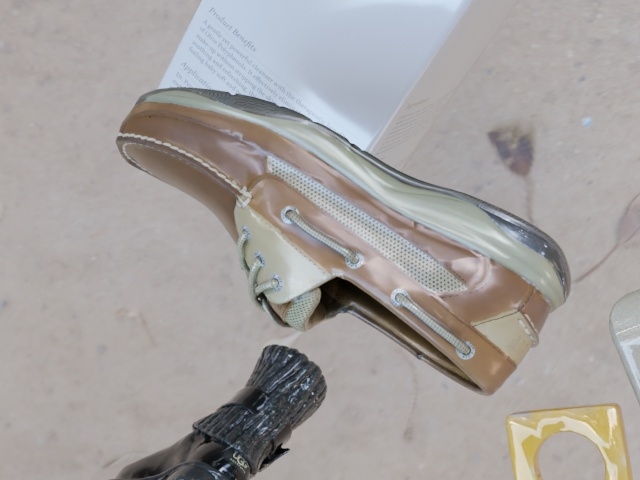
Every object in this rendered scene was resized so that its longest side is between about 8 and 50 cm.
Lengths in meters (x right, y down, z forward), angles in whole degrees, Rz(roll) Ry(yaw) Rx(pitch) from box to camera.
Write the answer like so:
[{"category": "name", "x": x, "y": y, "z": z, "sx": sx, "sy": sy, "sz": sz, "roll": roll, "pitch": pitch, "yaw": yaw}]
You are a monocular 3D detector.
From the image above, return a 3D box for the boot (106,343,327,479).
[{"category": "boot", "x": -0.149, "y": 0.292, "z": 1.729, "sx": 0.131, "sy": 0.260, "sz": 0.348, "roll": 47, "pitch": 143, "yaw": -16}]

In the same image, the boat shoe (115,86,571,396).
[{"category": "boat shoe", "x": 0.000, "y": 0.000, "z": 0.818, "sx": 0.324, "sy": 0.122, "sz": 0.119, "roll": 24, "pitch": 76, "yaw": 16}]

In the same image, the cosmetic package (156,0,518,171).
[{"category": "cosmetic package", "x": 0.046, "y": -0.212, "z": 0.971, "sx": 0.197, "sy": 0.155, "sz": 0.365, "roll": 42, "pitch": 123, "yaw": 10}]

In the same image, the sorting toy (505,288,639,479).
[{"category": "sorting toy", "x": 0.243, "y": 0.092, "z": 0.562, "sx": 0.348, "sy": 0.047, "sz": 0.196, "roll": -24, "pitch": 82, "yaw": 28}]
